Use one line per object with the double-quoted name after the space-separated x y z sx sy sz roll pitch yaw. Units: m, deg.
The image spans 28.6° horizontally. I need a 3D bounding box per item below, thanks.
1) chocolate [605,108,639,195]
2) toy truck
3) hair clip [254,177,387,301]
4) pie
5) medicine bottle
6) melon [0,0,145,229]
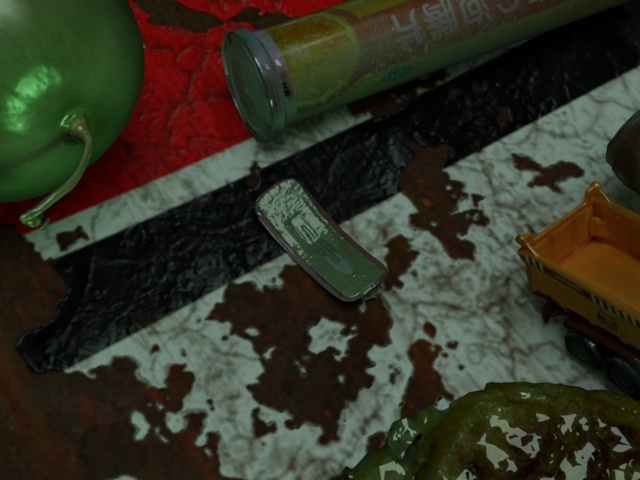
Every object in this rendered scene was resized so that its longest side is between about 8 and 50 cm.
0.364 -0.093 1.108 0.157 0.080 0.254 38 38 18 "chocolate"
0.290 0.062 1.002 0.114 0.135 0.270 -34 42 -22 "toy truck"
0.000 0.001 1.112 0.054 0.022 0.137 -37 68 -22 "hair clip"
0.186 0.242 0.924 0.355 0.103 0.288 9 53 -2 "pie"
0.119 -0.216 1.208 0.426 0.108 0.108 -23 63 -18 "medicine bottle"
-0.290 -0.168 1.062 0.308 0.272 0.271 29 60 4 "melon"
